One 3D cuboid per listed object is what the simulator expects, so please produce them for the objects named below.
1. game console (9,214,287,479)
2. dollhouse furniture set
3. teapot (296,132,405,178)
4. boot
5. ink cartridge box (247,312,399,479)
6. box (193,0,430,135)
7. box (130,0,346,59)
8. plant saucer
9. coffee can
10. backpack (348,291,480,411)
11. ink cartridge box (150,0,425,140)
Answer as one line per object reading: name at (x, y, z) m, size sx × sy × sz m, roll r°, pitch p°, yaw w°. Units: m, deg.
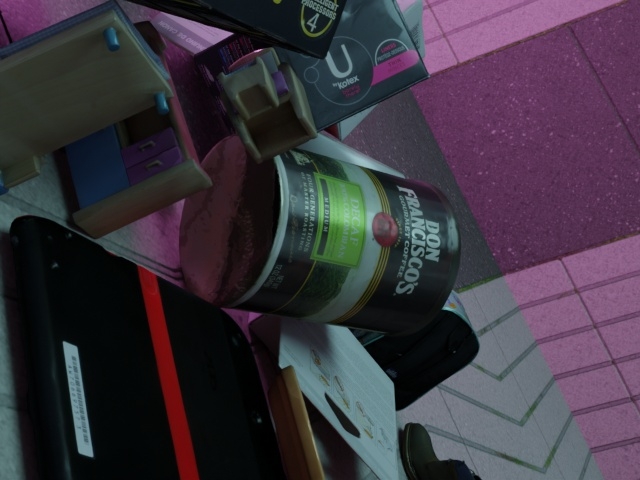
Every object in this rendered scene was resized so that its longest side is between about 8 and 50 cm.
game console at (-0.143, 0.189, 0.974) m, size 0.342 × 0.060 × 0.386 m, roll 33°, pitch 32°, yaw -50°
dollhouse furniture set at (-0.200, -0.183, 0.994) m, size 0.303 × 0.286 × 0.198 m, roll 52°, pitch 15°, yaw -63°
teapot at (-0.013, -0.057, 1.517) m, size 0.256 × 0.187 × 0.252 m, roll 22°, pitch 8°, yaw -33°
boot at (0.190, 0.346, 1.558) m, size 0.082 × 0.106 × 0.219 m, roll 45°, pitch 23°, yaw -42°
ink cartridge box at (0.007, 0.184, 1.378) m, size 0.275 × 0.060 × 0.239 m, roll 51°, pitch 21°, yaw -26°
box at (-0.020, -0.208, 1.276) m, size 0.143 × 0.165 × 0.270 m, roll 65°, pitch -20°, yaw -10°
box at (-0.214, -0.295, 1.029) m, size 0.395 × 0.097 × 0.318 m, roll 23°, pitch 8°, yaw 32°
plant saucer at (-0.021, 0.235, 1.146) m, size 0.200 × 0.037 × 0.200 m, roll 165°, pitch -90°, yaw -86°
coffee can at (0.000, 0.000, 1.266) m, size 0.275 × 0.201 × 0.201 m, roll 12°, pitch 47°, yaw -38°
backpack at (0.134, 0.143, 1.584) m, size 0.166 × 0.188 × 0.144 m, roll 48°, pitch 21°, yaw -33°
ink cartridge box at (-0.050, -0.296, 1.573) m, size 0.309 × 0.272 × 0.130 m, roll 34°, pitch -22°, yaw 25°
